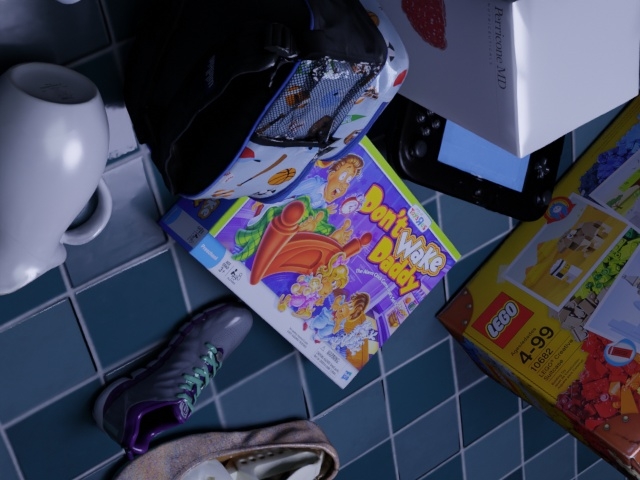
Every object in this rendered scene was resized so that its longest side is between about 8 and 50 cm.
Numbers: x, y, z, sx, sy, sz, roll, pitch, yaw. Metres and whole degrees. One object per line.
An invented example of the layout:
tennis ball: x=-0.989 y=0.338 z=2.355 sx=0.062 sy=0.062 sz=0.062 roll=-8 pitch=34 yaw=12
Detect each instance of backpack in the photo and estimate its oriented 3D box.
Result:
backpack: x=-0.066 y=-0.169 z=1.091 sx=0.213 sy=0.276 sz=0.263 roll=12 pitch=132 yaw=-40

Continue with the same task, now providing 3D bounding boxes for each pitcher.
pitcher: x=-0.258 y=-0.066 z=1.100 sx=0.178 sy=0.125 sz=0.207 roll=-26 pitch=144 yaw=-51

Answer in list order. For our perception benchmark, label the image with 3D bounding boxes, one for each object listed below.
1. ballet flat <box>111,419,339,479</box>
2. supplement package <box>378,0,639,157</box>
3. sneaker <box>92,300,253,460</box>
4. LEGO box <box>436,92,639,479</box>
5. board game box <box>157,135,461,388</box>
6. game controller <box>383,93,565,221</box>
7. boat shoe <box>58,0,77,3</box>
ballet flat: x=-0.107 y=0.295 z=1.436 sx=0.316 sy=0.106 sz=0.107 roll=-10 pitch=122 yaw=-34
supplement package: x=0.170 y=-0.243 z=1.198 sx=0.175 sy=0.293 sz=0.177 roll=-28 pitch=129 yaw=-23
sneaker: x=-0.153 y=0.167 z=1.327 sx=0.224 sy=0.098 sz=0.083 roll=-40 pitch=134 yaw=-13
LEGO box: x=0.476 y=0.052 z=1.569 sx=0.500 sy=0.372 sz=0.193 roll=-47 pitch=135 yaw=-6
board game box: x=0.000 y=0.000 z=1.362 sx=0.233 sy=0.078 sz=0.347 roll=-48 pitch=135 yaw=-4
game controller: x=0.205 y=-0.129 z=1.443 sx=0.319 sy=0.067 sz=0.166 roll=15 pitch=96 yaw=-44
boat shoe: x=-0.207 y=-0.347 z=0.909 sx=0.105 sy=0.113 sz=0.306 roll=14 pitch=85 yaw=-43
